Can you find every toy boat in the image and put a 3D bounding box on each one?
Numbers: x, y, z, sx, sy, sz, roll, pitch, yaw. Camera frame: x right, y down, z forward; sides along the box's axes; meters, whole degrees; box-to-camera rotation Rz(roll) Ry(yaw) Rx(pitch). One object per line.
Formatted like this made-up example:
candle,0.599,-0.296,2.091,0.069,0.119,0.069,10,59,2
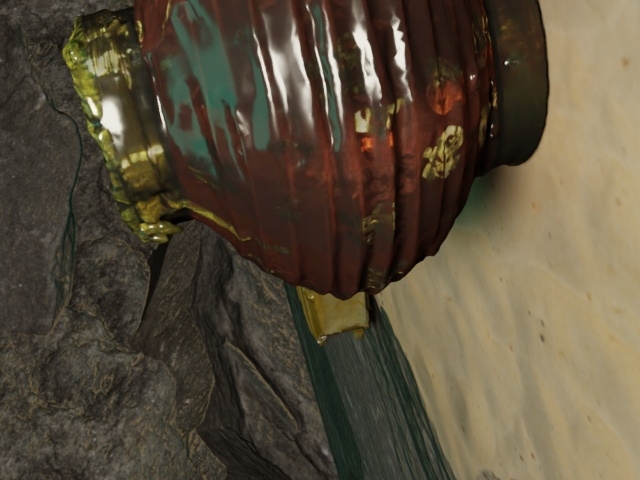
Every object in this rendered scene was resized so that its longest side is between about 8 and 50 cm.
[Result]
toy boat,0.000,0.000,1.019,0.115,0.089,0.310,-117,13,-68

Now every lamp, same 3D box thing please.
lamp,-0.011,-0.085,0.431,0.247,0.247,0.247,164,90,-82
